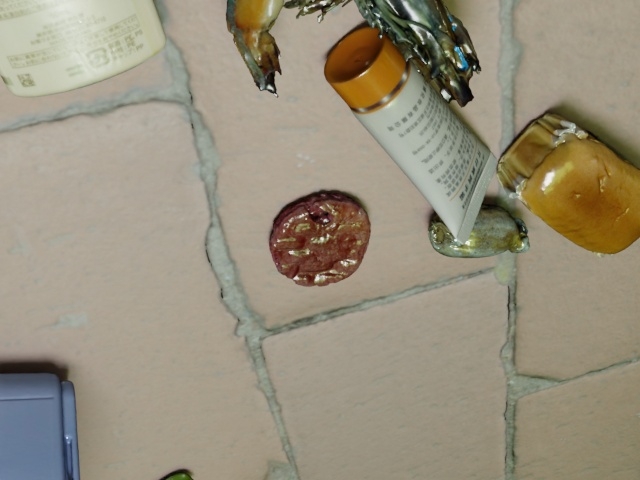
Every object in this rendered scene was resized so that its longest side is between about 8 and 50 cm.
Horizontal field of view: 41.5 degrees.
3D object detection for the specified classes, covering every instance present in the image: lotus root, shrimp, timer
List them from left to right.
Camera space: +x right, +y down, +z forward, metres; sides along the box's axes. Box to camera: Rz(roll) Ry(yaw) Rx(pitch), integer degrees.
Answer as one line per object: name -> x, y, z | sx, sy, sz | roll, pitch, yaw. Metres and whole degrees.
timer -> -0.416, 0.394, 1.091 | 0.173, 0.395, 0.395 | 3, 126, -23
shrimp -> 0.032, -0.217, 0.881 | 0.290, 0.054, 0.222 | 44, 84, -11
lotus root -> 0.222, -0.014, 1.185 | 0.165, 0.088, 0.088 | 1, 127, -22

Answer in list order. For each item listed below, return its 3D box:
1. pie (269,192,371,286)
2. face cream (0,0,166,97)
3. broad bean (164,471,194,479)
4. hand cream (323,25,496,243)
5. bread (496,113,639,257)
pie -> 0.000, 0.000, 1.144 | 0.154, 0.038, 0.153 | -10, 133, -11
face cream -> -0.277, -0.302, 0.767 | 0.174, 0.081, 0.348 | -20, 131, -3
broad bean -> -0.353, 0.441, 1.362 | 0.292, 0.049, 0.144 | -1, 127, -18
hand cream -> 0.132, -0.135, 1.046 | 0.314, 0.089, 0.139 | 43, 63, -36
bread -> 0.365, -0.072, 1.173 | 0.241, 0.107, 0.136 | 25, 113, -34
